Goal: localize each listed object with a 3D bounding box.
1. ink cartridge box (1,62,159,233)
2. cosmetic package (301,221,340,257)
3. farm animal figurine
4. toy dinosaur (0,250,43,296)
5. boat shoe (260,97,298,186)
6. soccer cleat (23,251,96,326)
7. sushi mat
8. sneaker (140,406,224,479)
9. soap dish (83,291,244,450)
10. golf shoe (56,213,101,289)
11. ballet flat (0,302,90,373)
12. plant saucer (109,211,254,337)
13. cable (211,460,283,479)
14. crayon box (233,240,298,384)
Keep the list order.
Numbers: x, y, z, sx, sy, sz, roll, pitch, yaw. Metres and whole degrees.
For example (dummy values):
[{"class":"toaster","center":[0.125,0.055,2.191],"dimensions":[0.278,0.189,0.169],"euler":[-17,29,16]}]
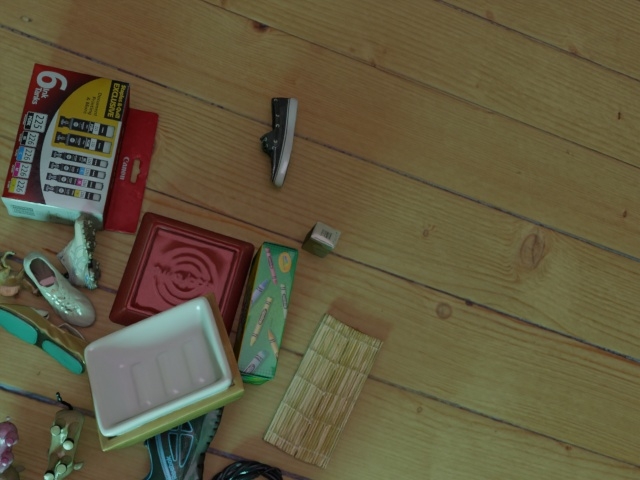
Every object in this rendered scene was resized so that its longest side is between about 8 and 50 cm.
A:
[{"class":"ink cartridge box","center":[-0.503,-0.191,1.692],"dimensions":[0.272,0.130,0.309],"euler":[10,73,-12]},{"class":"cosmetic package","center":[0.000,0.000,1.764],"dimensions":[0.060,0.115,0.041],"euler":[25,72,-5]},{"class":"farm animal figurine","center":[-0.562,0.479,1.483],"dimensions":[0.331,0.172,0.326],"euler":[-23,100,-4]},{"class":"toy dinosaur","center":[-0.653,0.070,1.628],"dimensions":[0.183,0.053,0.092],"euler":[11,75,-10]},{"class":"boat shoe","center":[-0.102,-0.234,1.824],"dimensions":[0.076,0.080,0.228],"euler":[9,73,-4]},{"class":"soccer cleat","center":[-0.536,0.106,1.614],"dimensions":[0.068,0.076,0.196],"euler":[-42,105,-14]},{"class":"sushi mat","center":[0.008,0.328,1.731],"dimensions":[0.152,0.019,0.316],"euler":[29,72,-6]},{"class":"sneaker","center":[-0.279,0.382,1.596],"dimensions":[0.140,0.125,0.340],"euler":[16,71,-5]},{"class":"soap dish","center":[-0.304,0.260,1.546],"dimensions":[0.291,0.118,0.228],"euler":[-24,57,0]},{"class":"golf shoe","center":[-0.506,0.025,1.625],"dimensions":[0.086,0.176,0.069],"euler":[5,31,-1]},{"class":"ballet flat","center":[-0.562,0.188,1.619],"dimensions":[0.232,0.080,0.073],"euler":[36,43,-4]},{"class":"plant saucer","center":[-0.295,0.085,1.711],"dimensions":[0.259,0.048,0.258],"euler":[17,73,-8]},{"class":"cable","center":[-0.158,0.533,1.630],"dimensions":[0.184,0.047,0.150],"euler":[-43,83,-15]},{"class":"crayon box","center":[-0.122,0.158,1.668],"dimensions":[0.081,0.165,0.278],"euler":[14,73,-9]}]
